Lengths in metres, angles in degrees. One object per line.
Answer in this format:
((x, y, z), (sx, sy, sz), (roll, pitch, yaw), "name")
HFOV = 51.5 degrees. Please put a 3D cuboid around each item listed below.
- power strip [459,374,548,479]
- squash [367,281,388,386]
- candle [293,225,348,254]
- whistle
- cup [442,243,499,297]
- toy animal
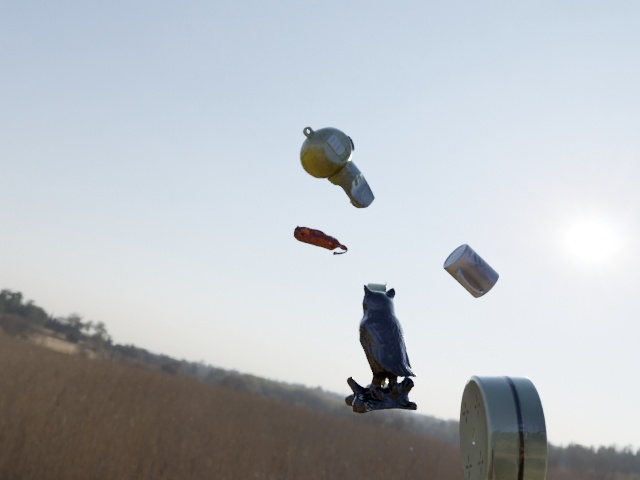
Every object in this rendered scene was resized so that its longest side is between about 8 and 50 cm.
((0.496, 0.552, 1.824), (0.162, 0.357, 0.357), (2, -14, -1), "power strip")
((0.119, 0.196, 1.375), (0.041, 0.219, 0.219), (-1, -16, 7), "squash")
((0.000, 0.000, 1.771), (0.162, 0.053, 0.048), (18, 26, 22), "candle")
((0.033, -0.158, 1.451), (0.223, 0.123, 0.123), (49, -26, -17), "whistle")
((0.425, 0.088, 1.853), (0.133, 0.099, 0.136), (44, 2, -7), "cup")
((0.099, 0.168, 1.070), (0.121, 0.210, 0.117), (1, -14, -17), "toy animal")
